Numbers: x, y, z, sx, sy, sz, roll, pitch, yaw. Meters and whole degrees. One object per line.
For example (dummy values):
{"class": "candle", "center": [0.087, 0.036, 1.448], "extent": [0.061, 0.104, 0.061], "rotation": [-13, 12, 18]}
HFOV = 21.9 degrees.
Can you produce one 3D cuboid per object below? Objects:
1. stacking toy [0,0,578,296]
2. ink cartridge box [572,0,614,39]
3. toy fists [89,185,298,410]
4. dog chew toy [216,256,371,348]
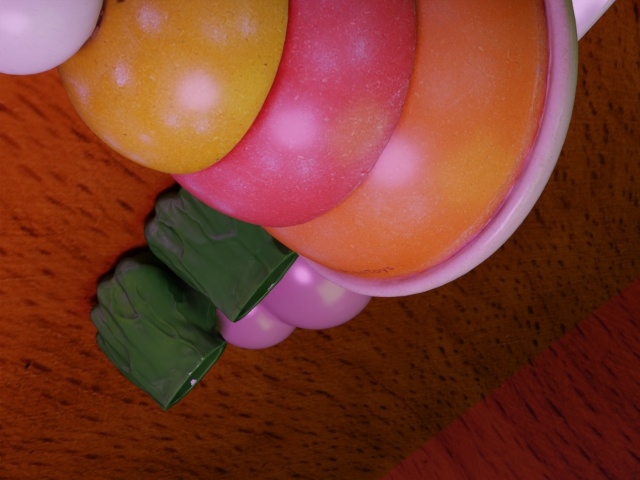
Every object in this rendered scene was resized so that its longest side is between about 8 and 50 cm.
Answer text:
{"class": "stacking toy", "center": [-0.072, -0.151, 1.228], "extent": [0.480, 0.350, 0.350], "rotation": [10, 132, -44]}
{"class": "ink cartridge box", "center": [0.300, -0.323, 1.626], "extent": [0.218, 0.092, 0.158], "rotation": [-47, -175, 29]}
{"class": "toy fists", "center": [-0.136, 0.042, 1.699], "extent": [0.279, 0.142, 0.096], "rotation": [-51, 171, 34]}
{"class": "dog chew toy", "center": [0.000, 0.000, 1.765], "extent": [0.332, 0.206, 0.207], "rotation": [-37, 162, 20]}
